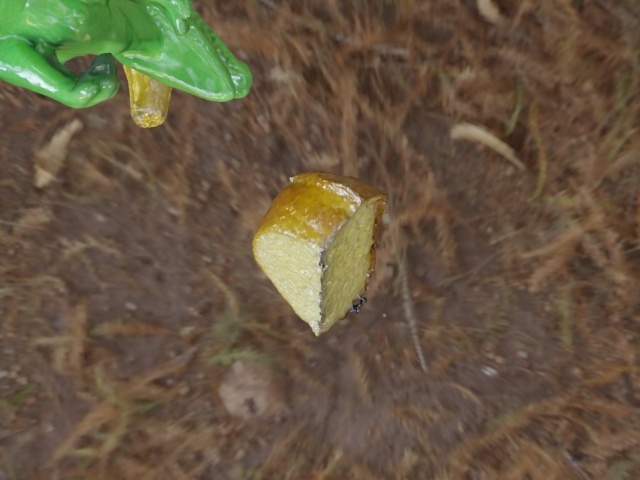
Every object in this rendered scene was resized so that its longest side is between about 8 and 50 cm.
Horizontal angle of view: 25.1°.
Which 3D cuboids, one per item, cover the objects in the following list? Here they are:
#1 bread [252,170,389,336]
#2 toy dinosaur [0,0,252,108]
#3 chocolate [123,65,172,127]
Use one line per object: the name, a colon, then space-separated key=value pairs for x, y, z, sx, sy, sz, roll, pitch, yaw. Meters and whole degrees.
bread: x=-0.007 y=-0.002 z=1.740 sx=0.134 sy=0.260 sz=0.129 roll=35 pitch=66 yaw=20
toy dinosaur: x=-0.292 y=-0.218 z=0.876 sx=0.500 sy=0.374 sz=0.144 roll=32 pitch=106 yaw=7
chocolate: x=-0.192 y=-0.223 z=1.621 sx=0.086 sy=0.085 sz=0.219 roll=-2 pitch=58 yaw=2
